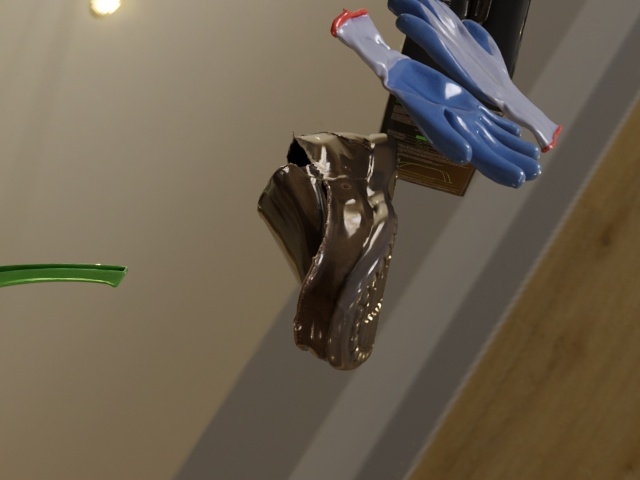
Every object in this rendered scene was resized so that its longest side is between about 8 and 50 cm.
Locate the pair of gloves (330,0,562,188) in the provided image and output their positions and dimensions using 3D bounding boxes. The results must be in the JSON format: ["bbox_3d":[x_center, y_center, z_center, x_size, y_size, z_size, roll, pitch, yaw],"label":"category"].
[{"bbox_3d":[0.092,-0.107,0.816,0.159,0.198,0.023,43,-60,3],"label":"pair of gloves"}]

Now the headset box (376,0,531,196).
[{"bbox_3d":[0.160,-0.224,1.486,0.131,0.283,0.246,15,-109,2],"label":"headset box"}]

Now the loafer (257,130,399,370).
[{"bbox_3d":[0.000,0.000,1.179,0.130,0.133,0.366,10,-155,0],"label":"loafer"}]

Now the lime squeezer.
[{"bbox_3d":[-0.319,-0.012,1.013,0.110,0.310,0.059,-51,-170,33],"label":"lime squeezer"}]
